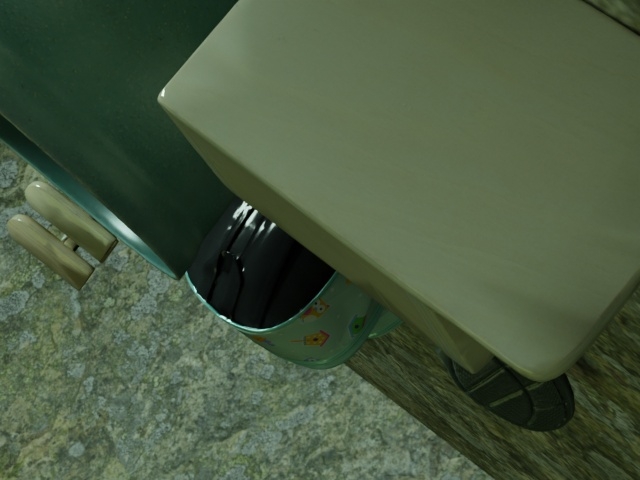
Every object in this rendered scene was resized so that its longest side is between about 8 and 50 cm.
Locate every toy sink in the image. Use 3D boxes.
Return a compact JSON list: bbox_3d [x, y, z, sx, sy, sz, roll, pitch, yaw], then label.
[{"bbox_3d":[0.070,-0.038,0.807,0.234,0.153,0.131,36,172,24],"label":"toy sink"}]

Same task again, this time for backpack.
[{"bbox_3d":[0.000,0.000,1.274,0.166,0.188,0.144,33,170,41],"label":"backpack"}]

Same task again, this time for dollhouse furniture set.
[{"bbox_3d":[-0.194,-0.115,1.553,0.161,0.212,0.242,39,147,-3],"label":"dollhouse furniture set"}]

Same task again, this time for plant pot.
[{"bbox_3d":[-0.136,-0.142,1.059,0.293,0.196,0.293,40,173,6],"label":"plant pot"}]

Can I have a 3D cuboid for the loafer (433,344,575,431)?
[{"bbox_3d":[0.132,0.060,1.500,0.267,0.084,0.096,41,131,-19],"label":"loafer"}]
